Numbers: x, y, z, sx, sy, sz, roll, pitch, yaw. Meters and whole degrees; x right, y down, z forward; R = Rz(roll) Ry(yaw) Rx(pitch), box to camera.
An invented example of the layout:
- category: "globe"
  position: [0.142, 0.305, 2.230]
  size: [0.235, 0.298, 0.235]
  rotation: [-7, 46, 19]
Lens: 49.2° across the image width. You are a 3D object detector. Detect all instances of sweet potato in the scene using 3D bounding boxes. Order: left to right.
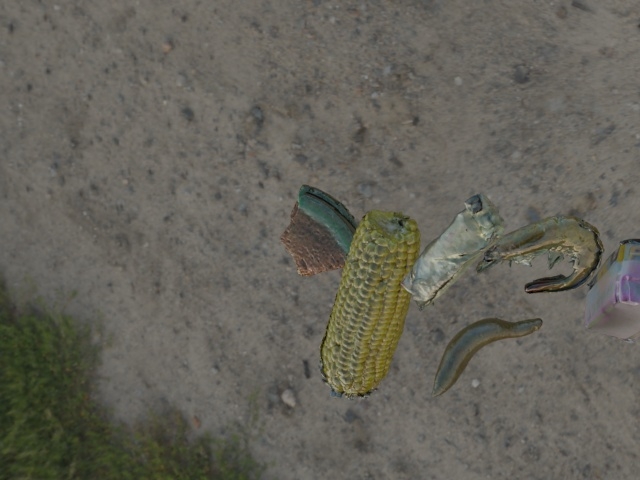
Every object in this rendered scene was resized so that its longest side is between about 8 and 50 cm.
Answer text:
- category: "sweet potato"
  position: [0.409, 0.269, 1.818]
  size: [0.346, 0.079, 0.108]
  rotation: [-33, 92, 0]

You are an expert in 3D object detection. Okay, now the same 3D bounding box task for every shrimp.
- category: "shrimp"
  position: [0.442, 0.041, 1.403]
  size: [0.253, 0.058, 0.173]
  rotation: [-30, 105, 31]

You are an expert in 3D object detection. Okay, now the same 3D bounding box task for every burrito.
- category: "burrito"
  position: [0.134, 0.018, 0.737]
  size: [0.051, 0.042, 0.171]
  rotation: [59, 138, 22]

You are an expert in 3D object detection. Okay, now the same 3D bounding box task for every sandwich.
- category: "sandwich"
  position: [0.003, -0.014, 1.879]
  size: [0.212, 0.109, 0.292]
  rotation: [-24, 92, 11]

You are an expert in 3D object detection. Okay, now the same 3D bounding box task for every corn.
- category: "corn"
  position: [0.069, 0.102, 0.986]
  size: [0.115, 0.115, 0.318]
  rotation: [31, 130, 25]

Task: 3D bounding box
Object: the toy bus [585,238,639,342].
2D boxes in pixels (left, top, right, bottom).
- category: "toy bus"
  position: [0.778, 0.135, 1.736]
  size: [0.171, 0.386, 0.162]
  rotation: [11, 72, 12]
